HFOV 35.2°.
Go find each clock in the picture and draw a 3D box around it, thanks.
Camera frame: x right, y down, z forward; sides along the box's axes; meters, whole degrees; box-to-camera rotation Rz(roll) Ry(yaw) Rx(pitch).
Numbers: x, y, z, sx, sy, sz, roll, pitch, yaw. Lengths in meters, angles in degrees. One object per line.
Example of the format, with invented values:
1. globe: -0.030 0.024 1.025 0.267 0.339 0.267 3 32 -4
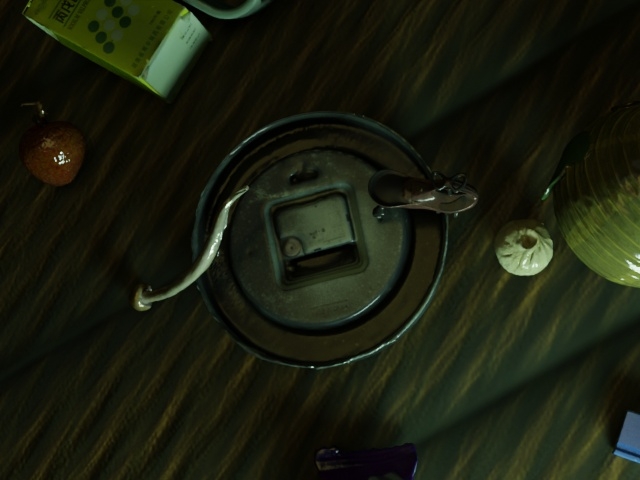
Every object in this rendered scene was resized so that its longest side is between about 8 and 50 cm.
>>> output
1. clock: 0.000 0.000 1.485 0.386 0.076 0.386 -3 77 11

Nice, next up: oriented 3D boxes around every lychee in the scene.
1. lychee: -0.421 -0.154 1.584 0.101 0.114 0.140 5 108 -15

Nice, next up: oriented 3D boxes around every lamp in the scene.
1. lamp: 0.433 -0.070 1.300 0.250 0.284 0.250 8 62 -16

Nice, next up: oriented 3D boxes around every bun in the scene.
1. bun: 0.289 0.008 1.433 0.086 0.055 0.086 -2 78 11

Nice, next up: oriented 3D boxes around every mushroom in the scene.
1. mushroom: -0.190 0.028 1.457 0.306 0.043 0.068 -39 74 38

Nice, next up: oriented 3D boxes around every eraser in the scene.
1. eraser: 0.444 0.272 1.358 0.085 0.027 0.063 18 81 15

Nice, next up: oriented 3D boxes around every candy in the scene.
1. candy: 0.082 0.411 1.386 0.145 0.070 0.275 -10 74 1

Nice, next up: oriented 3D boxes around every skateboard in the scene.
1. skateboard: 0.141 -0.071 1.389 0.151 0.080 0.067 3 72 10

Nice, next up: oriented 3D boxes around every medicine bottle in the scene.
1. medicine bottle: -0.318 -0.342 1.594 0.250 0.141 0.137 30 89 16

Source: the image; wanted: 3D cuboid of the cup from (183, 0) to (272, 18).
1. cup: -0.184 -0.566 1.534 0.392 0.310 0.400 6 77 18
